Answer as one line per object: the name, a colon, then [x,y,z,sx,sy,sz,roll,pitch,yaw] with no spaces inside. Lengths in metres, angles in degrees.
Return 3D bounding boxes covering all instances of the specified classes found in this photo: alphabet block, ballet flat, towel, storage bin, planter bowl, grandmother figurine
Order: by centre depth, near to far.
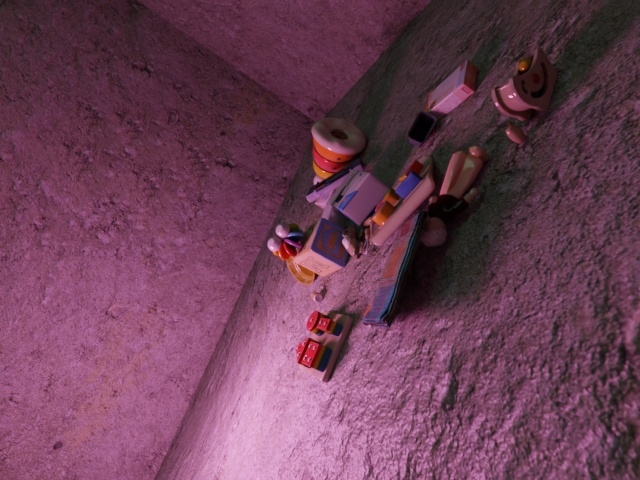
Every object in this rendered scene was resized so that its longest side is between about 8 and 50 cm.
grandmother figurine: [0.409,-0.131,1.320,0.342,0.104,0.208,-61,9,-12]
towel: [0.235,0.099,1.328,0.271,0.040,0.370,117,175,-77]
storage bin: [0.443,-0.475,1.800,0.135,0.098,0.091,-62,-10,-3]
ballet flat: [0.130,-0.003,1.879,0.206,0.067,0.073,-87,15,-57]
alphabet block: [0.015,0.037,1.985,0.197,0.193,0.192,-34,30,56]
planter bowl: [-0.079,0.122,2.200,0.090,0.217,0.217,-28,-4,-37]

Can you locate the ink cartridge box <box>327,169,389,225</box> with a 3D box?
ink cartridge box: [0.173,-0.218,2.015,0.223,0.129,0.307,-53,16,3]

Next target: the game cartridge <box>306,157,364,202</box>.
game cartridge: [0.083,-0.348,2.350,0.355,0.068,0.230,-29,11,14]

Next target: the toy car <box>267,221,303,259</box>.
toy car: [-0.147,0.010,1.960,0.136,0.159,0.182,37,98,38]

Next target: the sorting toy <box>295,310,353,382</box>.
sorting toy: [-0.009,0.399,1.642,0.257,0.089,0.255,-65,18,-15]

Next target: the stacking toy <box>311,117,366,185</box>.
stacking toy: [0.067,-0.517,2.688,0.480,0.350,0.351,110,174,-46]

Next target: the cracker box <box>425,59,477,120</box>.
cracker box: [0.552,-0.627,1.756,0.232,0.067,0.156,-35,31,56]

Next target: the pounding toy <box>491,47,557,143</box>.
pounding toy: [0.575,-0.431,1.235,0.155,0.154,0.270,-20,43,64]

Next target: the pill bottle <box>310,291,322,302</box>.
pill bottle: [-0.021,0.267,1.963,0.043,0.043,0.083,-62,17,-5]

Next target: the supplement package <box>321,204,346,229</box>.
supplement package: [0.070,-0.112,2.210,0.105,0.105,0.179,-41,26,48]

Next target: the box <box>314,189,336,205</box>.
box: [0.063,-0.227,2.395,0.103,0.114,0.203,-61,19,-3]

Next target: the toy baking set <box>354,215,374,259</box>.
toy baking set: [0.203,-0.016,1.793,0.256,0.030,0.197,134,153,-68]

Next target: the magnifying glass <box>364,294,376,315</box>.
magnifying glass: [0.224,0.175,1.471,0.231,0.026,0.092,-58,18,0]

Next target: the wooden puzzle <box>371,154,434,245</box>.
wooden puzzle: [0.307,-0.175,1.605,0.322,0.080,0.348,-50,8,28]
